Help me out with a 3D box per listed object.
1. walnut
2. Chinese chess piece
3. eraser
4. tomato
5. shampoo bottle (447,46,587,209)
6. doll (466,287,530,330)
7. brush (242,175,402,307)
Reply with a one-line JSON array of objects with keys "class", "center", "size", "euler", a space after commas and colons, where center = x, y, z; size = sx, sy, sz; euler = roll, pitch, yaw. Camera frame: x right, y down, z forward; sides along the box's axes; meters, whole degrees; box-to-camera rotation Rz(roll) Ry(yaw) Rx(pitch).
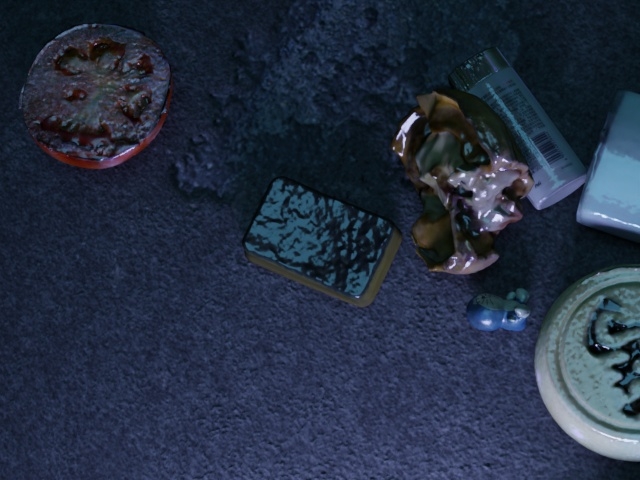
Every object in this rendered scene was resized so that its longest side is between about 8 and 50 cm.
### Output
[{"class": "walnut", "center": [0.192, -0.088, 1.852], "size": [0.141, 0.238, 0.204], "euler": [-6, 35, -33]}, {"class": "Chinese chess piece", "center": [0.395, 0.152, 1.777], "size": [0.250, 0.101, 0.250], "euler": [-3, 72, 9]}, {"class": "eraser", "center": [0.493, -0.069, 1.827], "size": [0.290, 0.104, 0.189], "euler": [20, 73, 14]}, {"class": "tomato", "center": [-0.310, -0.200, 2.006], "size": [0.225, 0.085, 0.225], "euler": [-3, 69, 8]}, {"class": "shampoo bottle", "center": [0.266, -0.154, 1.913], "size": [0.086, 0.056, 0.227], "euler": [-33, 71, -2]}, {"class": "doll", "center": [0.232, 0.095, 1.840], "size": [0.083, 0.076, 0.050], "euler": [3, 108, 3]}, {"class": "brush", "center": [0.000, 0.000, 1.908], "size": [0.197, 0.059, 0.123], "euler": [22, 79, 15]}]
